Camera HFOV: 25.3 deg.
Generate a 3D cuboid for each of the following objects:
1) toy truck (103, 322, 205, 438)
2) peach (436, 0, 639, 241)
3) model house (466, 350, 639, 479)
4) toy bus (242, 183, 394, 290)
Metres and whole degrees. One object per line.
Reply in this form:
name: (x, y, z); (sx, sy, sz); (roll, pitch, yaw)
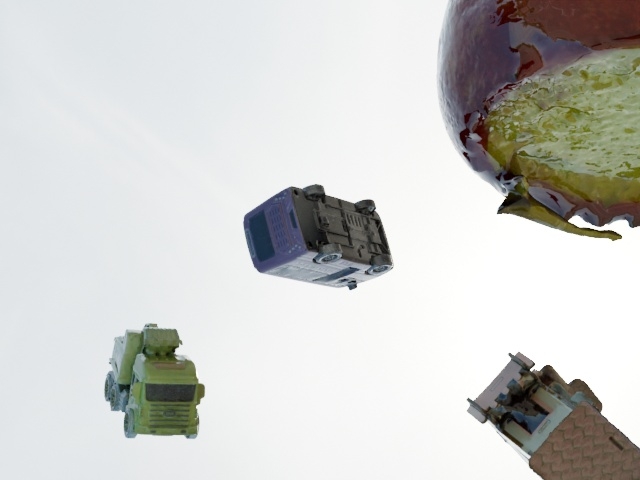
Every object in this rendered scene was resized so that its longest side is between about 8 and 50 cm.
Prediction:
toy truck: (-0.192, 0.152, 1.649); (0.085, 0.191, 0.116); (4, -79, -19)
peach: (0.311, -0.192, 1.513); (0.406, 0.335, 0.310); (4, -134, -19)
model house: (0.405, 0.326, 2.140); (0.326, 0.169, 0.244); (47, 177, -29)
toy bus: (0.000, 0.000, 1.567); (0.178, 0.098, 0.087); (13, -125, -54)
